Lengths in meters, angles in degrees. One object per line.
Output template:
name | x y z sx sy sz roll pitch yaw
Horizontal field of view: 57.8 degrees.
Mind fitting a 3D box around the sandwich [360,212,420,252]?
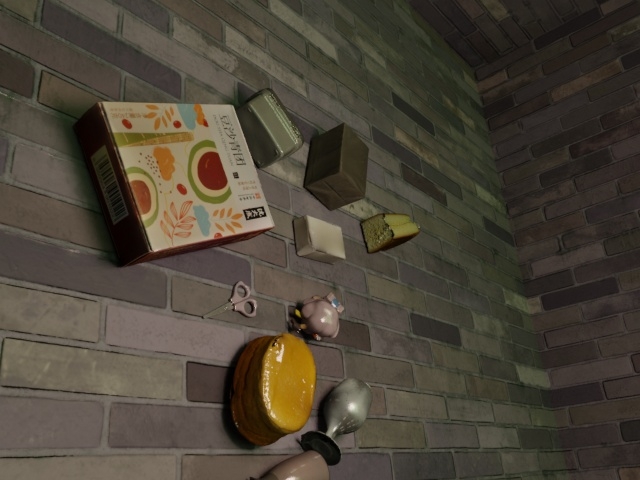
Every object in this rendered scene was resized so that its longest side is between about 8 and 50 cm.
sandwich | 0.260 -0.034 2.132 0.236 0.128 0.122 -4 71 -55

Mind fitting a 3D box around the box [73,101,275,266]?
box | -0.330 -0.146 1.374 0.385 0.122 0.344 -14 83 -49

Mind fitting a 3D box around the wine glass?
wine glass | 0.053 0.482 1.567 0.126 0.127 0.241 60 38 -11

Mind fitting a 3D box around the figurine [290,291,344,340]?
figurine | 0.008 0.216 1.676 0.137 0.112 0.229 60 25 -2

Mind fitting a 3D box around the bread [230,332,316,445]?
bread | -0.114 0.353 1.399 0.195 0.143 0.269 38 42 -32

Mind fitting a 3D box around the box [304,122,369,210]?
box | 0.057 -0.246 1.956 0.149 0.156 0.231 41 41 -37

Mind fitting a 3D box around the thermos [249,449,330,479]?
thermos | -0.069 0.579 1.353 0.193 0.105 0.137 2 33 -48

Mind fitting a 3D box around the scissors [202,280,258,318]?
scissors | -0.230 0.166 1.464 0.189 0.015 0.100 -20 87 -53

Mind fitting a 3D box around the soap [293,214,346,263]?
soap | 0.000 0.000 1.817 0.183 0.064 0.121 17 57 -48

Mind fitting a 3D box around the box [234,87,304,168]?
box | -0.161 -0.331 1.720 0.210 0.148 0.129 56 44 -11
